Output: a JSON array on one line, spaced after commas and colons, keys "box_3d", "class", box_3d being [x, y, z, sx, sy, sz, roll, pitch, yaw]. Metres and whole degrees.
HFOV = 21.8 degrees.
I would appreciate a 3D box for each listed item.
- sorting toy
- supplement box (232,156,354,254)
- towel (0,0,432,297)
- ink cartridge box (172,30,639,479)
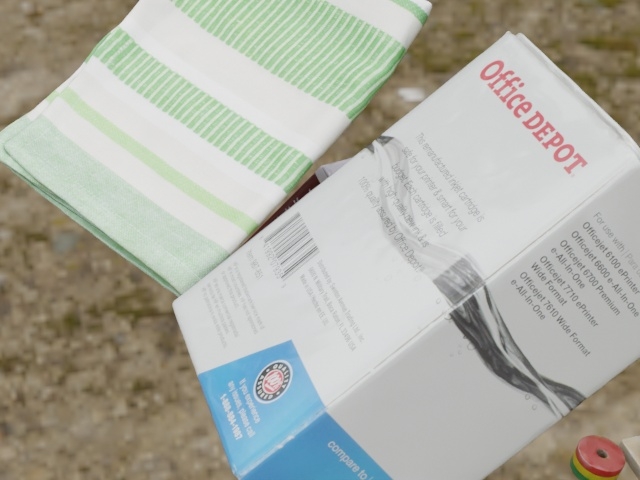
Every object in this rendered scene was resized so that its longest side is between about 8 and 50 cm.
[{"box_3d": [0.374, 0.214, 1.535, 0.274, 0.046, 0.132, -4, 43, -27], "class": "sorting toy"}, {"box_3d": [0.000, 0.000, 1.691, 0.130, 0.239, 0.073, -18, 72, -43], "class": "supplement box"}, {"box_3d": [-0.090, -0.131, 1.390, 0.248, 0.038, 0.325, 34, 72, 28], "class": "towel"}, {"box_3d": [0.074, 0.035, 1.085, 0.307, 0.129, 0.223, -39, 29, 6], "class": "ink cartridge box"}]
